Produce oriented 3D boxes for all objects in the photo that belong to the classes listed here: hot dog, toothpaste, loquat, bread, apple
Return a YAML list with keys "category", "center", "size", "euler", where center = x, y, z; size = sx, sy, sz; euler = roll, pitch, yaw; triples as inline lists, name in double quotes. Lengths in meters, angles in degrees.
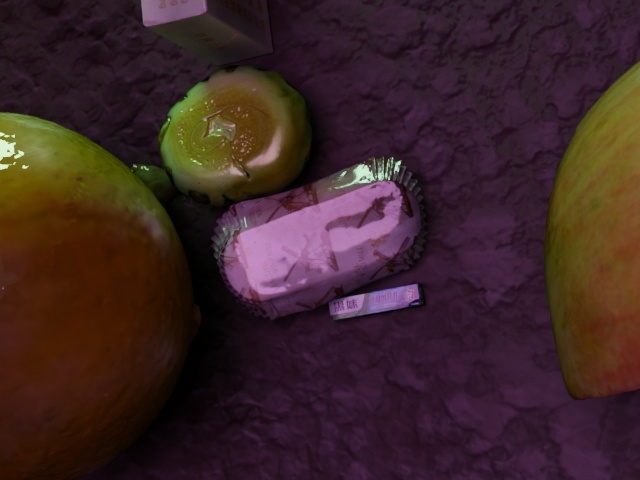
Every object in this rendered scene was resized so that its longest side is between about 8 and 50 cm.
- category: "hot dog"
  center: [0.000, 0.000, 1.199]
  size: [0.191, 0.059, 0.108]
  euler: [-19, 95, 10]
- category: "toothpaste"
  center: [0.048, 0.054, 1.201]
  size: [0.083, 0.017, 0.020]
  euler: [-11, 81, 19]
- category: "loquat"
  center: [-0.248, 0.040, 1.177]
  size: [0.328, 0.359, 0.328]
  euler: [25, 135, 28]
- category: "bread"
  center: [-0.073, -0.089, 1.232]
  size: [0.139, 0.071, 0.130]
  euler: [-34, 67, 10]
- category: "apple"
  center: [0.304, -0.014, 1.008]
  size: [0.309, 0.252, 0.314]
  euler: [-17, 45, 19]

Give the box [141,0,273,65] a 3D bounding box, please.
- category: "box"
  center: [-0.109, -0.286, 1.229]
  size: [0.067, 0.149, 0.233]
  euler: [-10, 81, 16]
